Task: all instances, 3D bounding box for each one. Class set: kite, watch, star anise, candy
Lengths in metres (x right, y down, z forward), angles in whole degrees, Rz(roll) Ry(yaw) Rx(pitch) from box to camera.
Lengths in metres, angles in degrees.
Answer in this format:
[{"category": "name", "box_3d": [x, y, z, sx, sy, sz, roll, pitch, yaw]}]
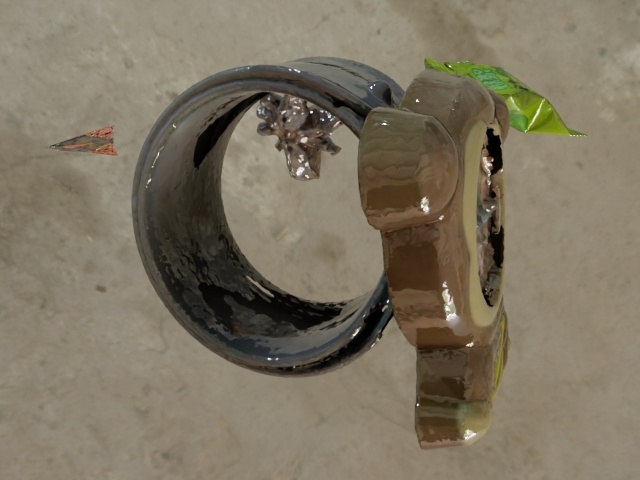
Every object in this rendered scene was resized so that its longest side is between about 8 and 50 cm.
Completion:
[{"category": "kite", "box_3d": [-0.421, -0.170, 1.167, 0.125, 0.222, 0.008, -8, 115, -15]}, {"category": "watch", "box_3d": [0.000, 0.000, 0.628, 0.327, 0.314, 0.334, 0, 107, 23]}, {"category": "star anise", "box_3d": [-0.044, -0.228, 1.346, 0.199, 0.257, 0.110, 28, 60, -10]}, {"category": "candy", "box_3d": [0.283, -0.218, 1.015, 0.247, 0.149, 0.069, 17, 115, -32]}]
